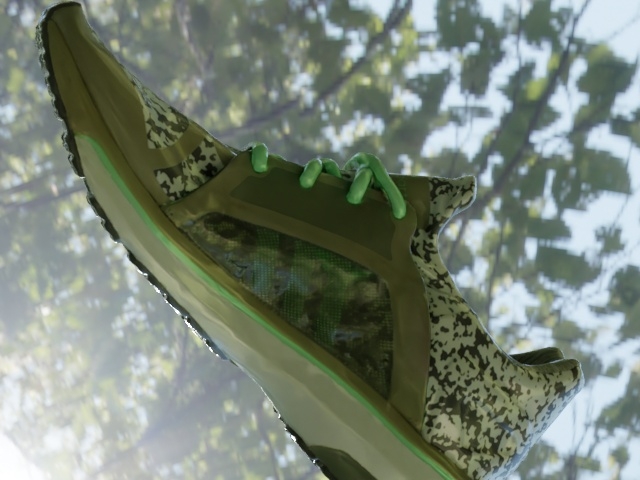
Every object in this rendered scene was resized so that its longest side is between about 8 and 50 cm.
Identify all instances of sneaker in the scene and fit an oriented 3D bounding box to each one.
[{"bbox_3d":[0.000,0.000,0.889,0.182,0.158,0.410,-42,-77,-4],"label":"sneaker"}]
